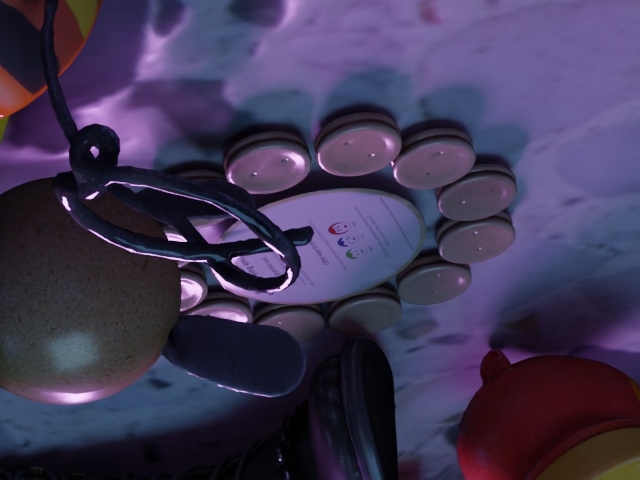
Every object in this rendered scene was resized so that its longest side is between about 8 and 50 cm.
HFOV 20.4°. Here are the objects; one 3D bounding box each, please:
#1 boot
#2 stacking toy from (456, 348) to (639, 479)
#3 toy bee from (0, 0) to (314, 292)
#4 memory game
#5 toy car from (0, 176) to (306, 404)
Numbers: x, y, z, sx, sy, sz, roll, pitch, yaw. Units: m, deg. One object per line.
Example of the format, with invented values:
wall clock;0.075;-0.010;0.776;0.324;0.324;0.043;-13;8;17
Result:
boot;-0.077;0.143;0.933;0.229;0.091;0.263;2;140;-1
stacking toy;0.203;0.173;0.987;0.279;0.130;0.309;-17;127;-17
toy bee;-0.126;-0.071;0.538;0.298;0.162;0.195;12;159;9
memory game;0.000;0.000;0.798;0.186;0.012;0.186;-9;150;-5
toy car;-0.107;0.029;0.682;0.188;0.155;0.149;-10;150;-16
